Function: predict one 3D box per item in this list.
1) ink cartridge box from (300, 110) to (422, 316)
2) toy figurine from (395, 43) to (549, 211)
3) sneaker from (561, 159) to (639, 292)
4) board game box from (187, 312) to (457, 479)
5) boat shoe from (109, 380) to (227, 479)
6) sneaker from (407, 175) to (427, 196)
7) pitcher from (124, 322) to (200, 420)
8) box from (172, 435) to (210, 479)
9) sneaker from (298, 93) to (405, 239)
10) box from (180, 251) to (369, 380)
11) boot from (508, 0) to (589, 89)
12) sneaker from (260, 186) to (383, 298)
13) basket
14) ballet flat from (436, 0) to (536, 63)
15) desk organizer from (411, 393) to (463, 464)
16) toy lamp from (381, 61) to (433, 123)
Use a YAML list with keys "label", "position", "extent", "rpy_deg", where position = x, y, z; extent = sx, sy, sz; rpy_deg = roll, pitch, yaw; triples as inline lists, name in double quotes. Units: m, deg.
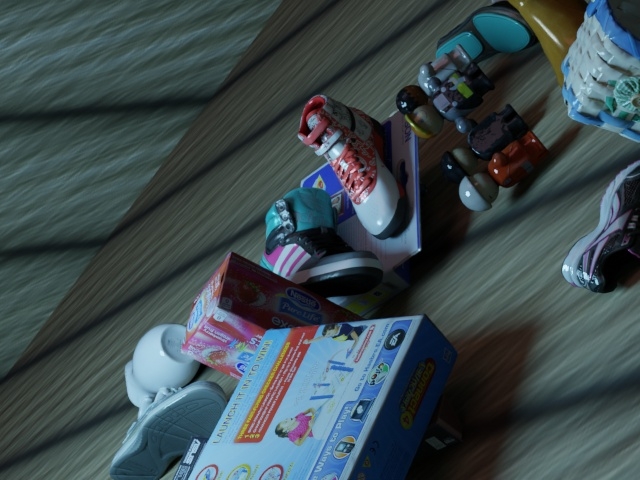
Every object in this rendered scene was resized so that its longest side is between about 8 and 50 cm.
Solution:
- label: "ink cartridge box"
  position: [0.079, -0.034, 2.225]
  extent: [0.307, 0.072, 0.303]
  rpy_deg: [-32, 44, 40]
- label: "toy figurine"
  position: [0.213, -0.166, 2.020]
  extent: [0.148, 0.209, 0.213]
  rpy_deg: [-40, 22, 10]
- label: "sneaker"
  position: [0.373, -0.008, 1.654]
  extent: [0.178, 0.072, 0.077]
  rpy_deg: [-61, 32, 6]
- label: "board game box"
  position: [-0.007, 0.251, 1.794]
  extent: [0.302, 0.086, 0.308]
  rpy_deg: [-9, 43, 45]
- label: "boat shoe"
  position: [-0.273, 0.332, 2.454]
  extent: [0.320, 0.118, 0.103]
  rpy_deg: [-47, 25, 38]
- label: "sneaker"
  position: [0.136, -0.101, 2.281]
  extent: [0.135, 0.052, 0.058]
  rpy_deg: [-165, 72, -67]
- label: "pitcher"
  position: [-0.310, 0.266, 2.655]
  extent: [0.207, 0.125, 0.178]
  rpy_deg: [-47, 40, 49]
- label: "box"
  position: [-0.124, 0.425, 1.877]
  extent: [0.242, 0.076, 0.307]
  rpy_deg: [2, 52, 31]
- label: "sneaker"
  position: [0.040, -0.120, 2.139]
  extent: [0.090, 0.145, 0.270]
  rpy_deg: [-45, 36, 29]
- label: "box"
  position: [-0.064, 0.145, 2.057]
  extent: [0.128, 0.257, 0.122]
  rpy_deg: [-50, 20, 39]
- label: "boot"
  position: [0.327, -0.334, 2.031]
  extent: [0.104, 0.211, 0.295]
  rpy_deg: [-44, 23, 29]
- label: "sneaker"
  position: [0.000, 0.000, 2.151]
  extent: [0.295, 0.124, 0.178]
  rpy_deg: [-15, 69, 54]
- label: "basket"
  position: [0.436, -0.248, 1.619]
  extent: [0.201, 0.255, 0.289]
  rpy_deg: [-86, 18, -56]
- label: "ballet flat"
  position: [0.292, -0.366, 2.334]
  extent: [0.096, 0.095, 0.280]
  rpy_deg: [-49, 17, -21]
- label: "desk organizer"
  position: [0.130, 0.251, 1.788]
  extent: [0.130, 0.047, 0.050]
  rpy_deg: [-34, 26, 43]
- label: "toy lamp"
  position: [0.125, -0.209, 2.470]
  extent: [0.275, 0.080, 0.080]
  rpy_deg: [-44, 23, 27]
